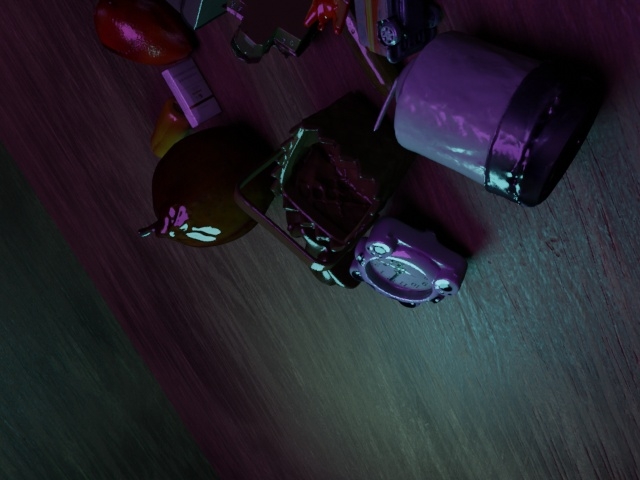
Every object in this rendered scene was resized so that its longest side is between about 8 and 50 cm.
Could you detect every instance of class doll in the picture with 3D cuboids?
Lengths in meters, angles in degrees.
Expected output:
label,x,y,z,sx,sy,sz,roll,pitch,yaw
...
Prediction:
label,x,y,z,sx,sy,sz,roll,pitch,yaw
doll,0.034,-0.450,1.180,0.057,0.169,0.109,22,-172,-42

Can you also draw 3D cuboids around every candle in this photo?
label,x,y,z,sx,sy,sz,roll,pitch,yaw
candle,0.252,-0.212,1.080,0.342,0.221,0.221,32,142,26

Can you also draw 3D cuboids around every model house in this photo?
label,x,y,z,sx,sy,sz,roll,pitch,yaw
model house,-0.110,-0.426,1.347,0.180,0.176,0.248,32,172,-5

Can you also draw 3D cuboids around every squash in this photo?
label,x,y,z,sx,sy,sz,roll,pitch,yaw
squash,0.087,-0.370,1.253,0.066,0.066,0.229,-18,106,54

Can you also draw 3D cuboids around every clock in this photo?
label,x,y,z,sx,sy,sz,roll,pitch,yaw
clock,0.182,0.059,1.480,0.227,0.090,0.248,30,152,-4

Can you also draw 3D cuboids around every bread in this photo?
label,x,y,z,sx,sy,sz,roll,pitch,yaw
bread,-0.423,-0.308,1.877,0.092,0.074,0.239,46,146,-2

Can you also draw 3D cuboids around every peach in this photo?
label,x,y,z,sx,sy,sz,roll,pitch,yaw
peach,-0.439,-0.519,1.625,0.267,0.154,0.159,35,142,22

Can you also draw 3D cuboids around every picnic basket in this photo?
label,x,y,z,sx,sy,sz,roll,pitch,yaw
picnic basket,0.008,-0.106,1.373,0.254,0.321,0.291,41,147,7

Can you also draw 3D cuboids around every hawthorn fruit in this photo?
label,x,y,z,sx,sy,sz,roll,pitch,yaw
hawthorn fruit,-0.274,-0.131,1.674,0.308,0.325,0.309,8,111,21

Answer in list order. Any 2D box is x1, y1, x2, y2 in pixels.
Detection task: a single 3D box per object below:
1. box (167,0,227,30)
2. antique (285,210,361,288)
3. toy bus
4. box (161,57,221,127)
label,x,y,z,sx,sy,sz,roll,pitch,yaw
box,-0.211,-0.577,1.294,0.153,0.188,0.252,43,148,7
antique,0.000,0.000,1.656,0.143,0.121,0.257,6,134,57
toy bus,0.117,-0.443,1.110,0.119,0.121,0.265,30,142,41
box,-0.324,-0.374,1.692,0.040,0.084,0.154,-8,115,51
